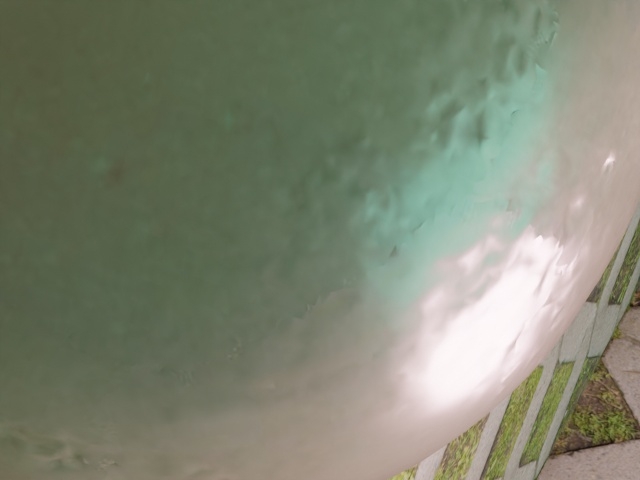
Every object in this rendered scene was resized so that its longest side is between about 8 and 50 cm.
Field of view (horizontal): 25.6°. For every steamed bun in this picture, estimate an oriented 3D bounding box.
[{"bbox_3d":[-0.047,-0.076,0.427,0.324,0.324,0.206,-64,-177,-9],"label":"steamed bun"}]
